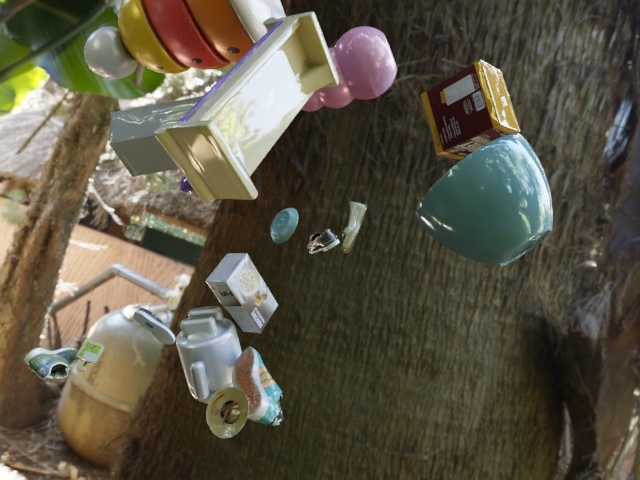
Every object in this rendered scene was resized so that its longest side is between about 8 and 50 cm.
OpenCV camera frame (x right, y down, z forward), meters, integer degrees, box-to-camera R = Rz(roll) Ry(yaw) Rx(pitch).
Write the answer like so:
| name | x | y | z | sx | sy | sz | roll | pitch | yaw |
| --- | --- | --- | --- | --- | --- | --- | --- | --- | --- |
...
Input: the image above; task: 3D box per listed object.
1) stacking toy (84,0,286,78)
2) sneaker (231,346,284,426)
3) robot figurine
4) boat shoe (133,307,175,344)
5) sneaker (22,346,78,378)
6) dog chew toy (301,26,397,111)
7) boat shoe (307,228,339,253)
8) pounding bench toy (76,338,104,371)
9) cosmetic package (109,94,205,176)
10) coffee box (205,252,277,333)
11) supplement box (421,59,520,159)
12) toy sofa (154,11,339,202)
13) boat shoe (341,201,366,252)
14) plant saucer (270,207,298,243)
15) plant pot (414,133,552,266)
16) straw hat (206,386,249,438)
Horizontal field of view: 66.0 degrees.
| name | x | y | z | sx | sy | sz | roll | pitch | yaw |
| --- | --- | --- | --- | --- | --- | --- | --- | --- | --- |
| stacking toy | -0.339 | -0.506 | 1.155 | 0.480 | 0.350 | 0.350 | -19 | -19 | 16 |
| sneaker | -0.191 | 0.457 | 1.529 | 0.121 | 0.108 | 0.302 | 42 | 9 | -29 |
| robot figurine | -0.367 | 0.403 | 1.676 | 0.200 | 0.353 | 0.300 | -6 | 17 | 13 |
| boat shoe | -0.476 | 0.245 | 1.431 | 0.142 | 0.049 | 0.040 | 41 | 23 | -9 |
| sneaker | -0.696 | 0.335 | 1.311 | 0.086 | 0.064 | 0.192 | 44 | -3 | 15 |
| dog chew toy | 0.055 | -0.494 | 1.477 | 0.332 | 0.206 | 0.206 | -21 | -18 | 14 |
| boat shoe | 0.000 | 0.000 | 1.834 | 0.068 | 0.081 | 0.228 | 58 | -21 | -6 |
| pounding bench toy | -0.632 | 0.319 | 1.340 | 0.052 | 0.083 | 0.065 | 25 | -27 | -11 |
| cosmetic package | -0.333 | -0.233 | 1.105 | 0.238 | 0.107 | 0.127 | -14 | -29 | 0 |
| coffee box | -0.260 | 0.180 | 1.663 | 0.098 | 0.141 | 0.246 | -2 | -52 | 33 |
| supplement box | 0.417 | -0.358 | 1.382 | 0.129 | 0.191 | 0.194 | 0 | -16 | -46 |
| toy sofa | -0.130 | -0.242 | 0.872 | 0.177 | 0.362 | 0.150 | 6 | -40 | 34 |
| boat shoe | 0.081 | -0.036 | 1.325 | 0.048 | 0.153 | 0.056 | 19 | -22 | 8 |
| plant saucer | -0.115 | -0.049 | 1.489 | 0.021 | 0.119 | 0.119 | 29 | -8 | -36 |
| plant pot | 0.382 | -0.058 | 1.074 | 0.195 | 0.290 | 0.290 | 58 | 10 | 22 |
| straw hat | -0.241 | 0.478 | 1.366 | 0.145 | 0.144 | 0.061 | 18 | -18 | 36 |
